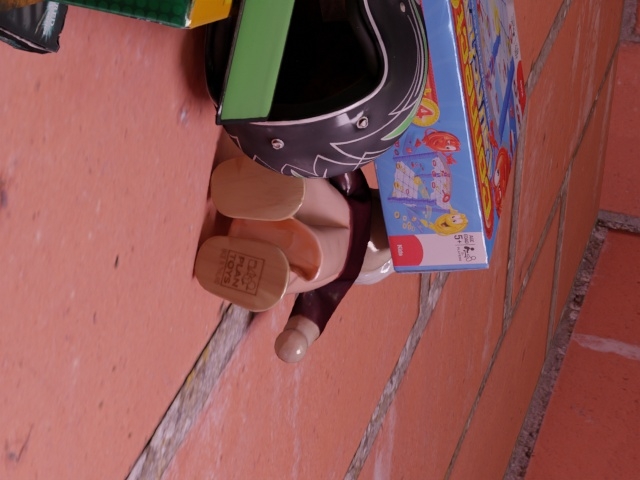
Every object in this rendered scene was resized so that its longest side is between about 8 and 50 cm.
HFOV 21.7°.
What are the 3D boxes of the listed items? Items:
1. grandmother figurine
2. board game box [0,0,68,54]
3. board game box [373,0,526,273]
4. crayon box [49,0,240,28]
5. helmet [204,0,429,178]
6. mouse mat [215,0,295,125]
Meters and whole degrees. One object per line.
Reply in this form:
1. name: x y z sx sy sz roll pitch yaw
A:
1. grandmother figurine: 0.000 0.000 1.394 0.208 0.104 0.342 -71 163 8
2. board game box: -0.146 -0.195 0.838 0.126 0.026 0.186 23 80 -76
3. board game box: 0.108 -0.180 1.482 0.302 0.086 0.308 -70 153 -54
4. crayon box: -0.067 -0.214 0.931 0.278 0.081 0.165 -53 155 -76
5. helmet: -0.002 -0.125 1.170 0.169 0.169 0.161 -29 119 -71
6. mouse mat: -0.030 -0.143 0.993 0.190 0.007 0.152 -38 142 -82
